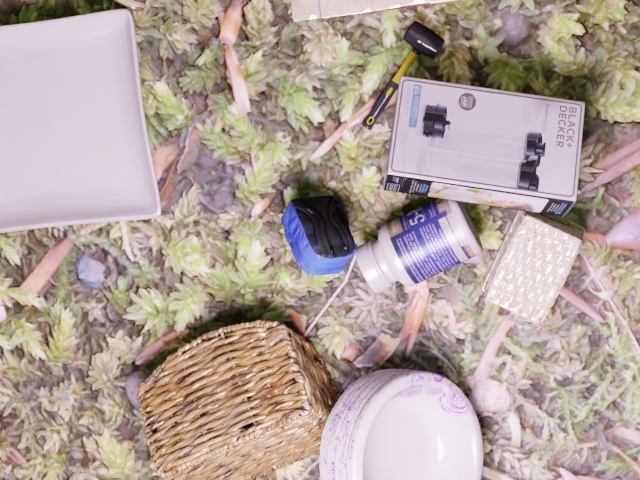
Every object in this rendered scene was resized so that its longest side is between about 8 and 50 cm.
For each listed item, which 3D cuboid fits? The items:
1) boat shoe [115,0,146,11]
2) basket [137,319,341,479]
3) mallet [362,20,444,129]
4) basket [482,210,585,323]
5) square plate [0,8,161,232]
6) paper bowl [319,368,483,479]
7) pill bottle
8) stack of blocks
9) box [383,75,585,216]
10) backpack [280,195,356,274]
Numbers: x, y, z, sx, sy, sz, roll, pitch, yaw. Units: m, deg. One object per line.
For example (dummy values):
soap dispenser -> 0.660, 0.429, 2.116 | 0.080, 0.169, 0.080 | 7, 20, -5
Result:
boat shoe -> -0.349, -0.425, 1.883 | 0.152, 0.056, 0.049 | 27, 99, -8
basket -> -0.131, 0.275, 1.968 | 0.299, 0.223, 0.213 | -26, 63, 12
mallet -> 0.133, -0.255, 1.858 | 0.062, 0.039, 0.189 | 26, 108, 0
basket -> 0.340, 0.039, 1.848 | 0.113, 0.103, 0.167 | 24, 104, 4
square plate -> -0.451, -0.195, 1.943 | 0.344, 0.049, 0.347 | -5, 100, 10
paper bowl -> 0.117, 0.348, 1.875 | 0.148, 0.284, 0.284 | -1, 105, 53
pill bottle -> 0.155, 0.009, 1.864 | 0.187, 0.112, 0.112 | -27, 96, 11
stack of blocks -> 0.104, -0.394, 1.762 | 0.297, 0.171, 0.087 | -5, 100, 10
box -> 0.252, -0.146, 1.788 | 0.290, 0.087, 0.169 | 10, 75, 1
backpack -> 0.000, 0.000, 1.875 | 0.120, 0.098, 0.101 | 63, 148, 29
